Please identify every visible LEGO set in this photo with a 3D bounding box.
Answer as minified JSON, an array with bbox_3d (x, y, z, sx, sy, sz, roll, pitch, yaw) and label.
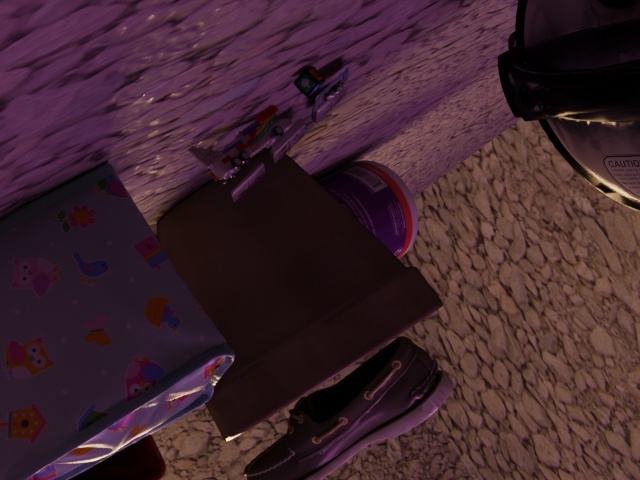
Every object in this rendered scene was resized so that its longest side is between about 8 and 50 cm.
[{"bbox_3d":[-0.048,-0.128,1.480,0.182,0.060,0.244,-44,178,-3],"label":"LEGO set"}]

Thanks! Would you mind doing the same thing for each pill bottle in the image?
[{"bbox_3d":[0.000,0.000,2.256,0.323,0.181,0.181,-29,175,-41],"label":"pill bottle"}]

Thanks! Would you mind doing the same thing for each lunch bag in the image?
[{"bbox_3d":[-0.245,0.097,1.226,0.262,0.223,0.160,-31,168,-23],"label":"lunch bag"}]

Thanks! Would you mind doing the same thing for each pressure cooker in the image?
[{"bbox_3d":[0.409,-0.224,1.462,0.420,0.375,0.370,-29,155,-38],"label":"pressure cooker"}]

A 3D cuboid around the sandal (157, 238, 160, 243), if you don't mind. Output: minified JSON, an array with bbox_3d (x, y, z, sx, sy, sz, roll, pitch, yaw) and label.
[{"bbox_3d":[-0.211,0.040,1.865,0.265,0.076,0.102,-29,175,-38],"label":"sandal"}]

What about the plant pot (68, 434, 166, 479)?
[{"bbox_3d":[-0.402,0.242,1.720,0.267,0.267,0.236,-29,-172,-39],"label":"plant pot"}]

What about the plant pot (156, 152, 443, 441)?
[{"bbox_3d":[-0.054,0.051,1.744,0.323,0.280,0.323,-32,177,-2],"label":"plant pot"}]

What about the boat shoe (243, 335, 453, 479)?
[{"bbox_3d":[0.017,0.220,1.713,0.305,0.091,0.109,-34,-165,23],"label":"boat shoe"}]
